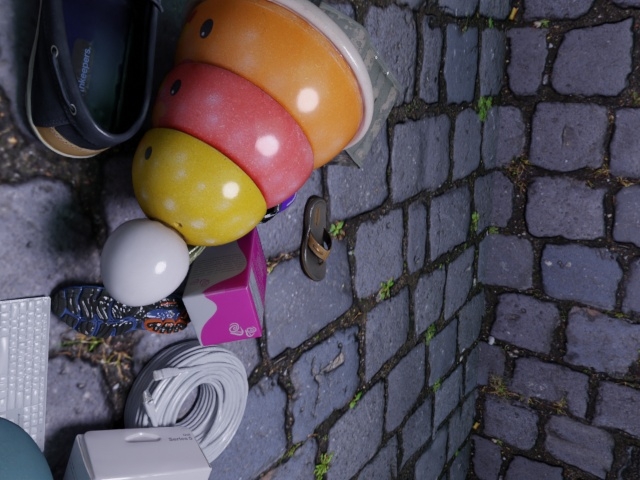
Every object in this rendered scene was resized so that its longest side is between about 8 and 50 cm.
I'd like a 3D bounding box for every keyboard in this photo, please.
[{"bbox_3d":[-0.451,0.211,0.779,0.072,0.014,0.255,-4,103,-53],"label":"keyboard"}]

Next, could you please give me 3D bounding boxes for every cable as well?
[{"bbox_3d":[-0.256,0.325,1.015,0.257,0.089,0.256,-13,111,-52],"label":"cable"}]

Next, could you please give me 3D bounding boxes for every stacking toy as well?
[{"bbox_3d":[-0.159,-0.113,0.779,0.479,0.351,0.350,-62,141,-24],"label":"stacking toy"}]

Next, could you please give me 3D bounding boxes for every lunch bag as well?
[{"bbox_3d":[0.021,-0.336,1.134,0.287,0.169,0.235,42,70,-42],"label":"lunch bag"}]

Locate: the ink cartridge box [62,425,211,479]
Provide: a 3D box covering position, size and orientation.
[{"bbox_3d":[-0.327,0.461,0.856,0.199,0.115,0.272,12,103,-39],"label":"ink cartridge box"}]

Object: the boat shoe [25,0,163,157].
[{"bbox_3d":[-0.294,-0.360,0.704,0.187,0.156,0.499,1,98,-52],"label":"boat shoe"}]

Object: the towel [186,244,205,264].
[{"bbox_3d":[-0.250,0.009,0.877,0.110,0.148,0.027,-50,129,-34],"label":"towel"}]

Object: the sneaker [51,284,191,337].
[{"bbox_3d":[-0.329,0.114,0.863,0.221,0.087,0.083,15,91,-37],"label":"sneaker"}]

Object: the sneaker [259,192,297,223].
[{"bbox_3d":[-0.120,-0.079,1.029,0.294,0.146,0.102,-14,111,-51],"label":"sneaker"}]

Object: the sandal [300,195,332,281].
[{"bbox_3d":[0.000,0.000,1.289,0.090,0.060,0.219,-10,108,-52],"label":"sandal"}]

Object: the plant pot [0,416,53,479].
[{"bbox_3d":[-0.462,0.397,0.653,0.290,0.196,0.289,-20,117,-46],"label":"plant pot"}]

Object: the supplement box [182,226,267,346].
[{"bbox_3d":[-0.166,0.074,0.947,0.220,0.111,0.113,-94,174,-61],"label":"supplement box"}]
